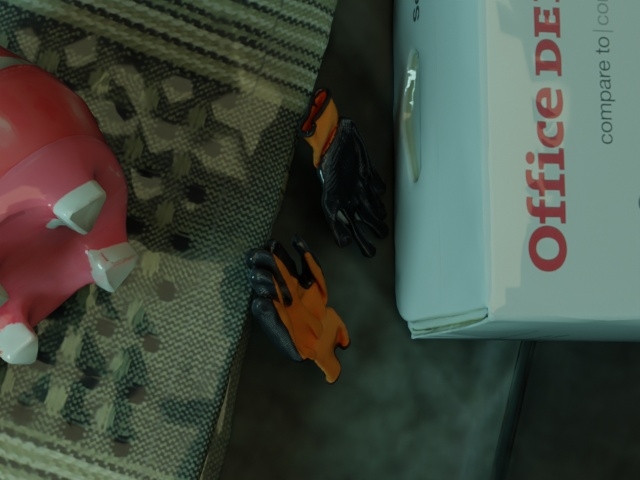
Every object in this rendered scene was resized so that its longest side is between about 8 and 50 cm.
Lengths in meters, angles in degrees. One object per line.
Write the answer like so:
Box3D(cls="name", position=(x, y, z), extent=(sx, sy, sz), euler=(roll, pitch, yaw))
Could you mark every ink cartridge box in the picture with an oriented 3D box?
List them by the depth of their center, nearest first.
Box3D(cls="ink cartridge box", position=(0.138, -0.043, 0.573), extent=(0.212, 0.093, 0.154), euler=(1, 82, -13))

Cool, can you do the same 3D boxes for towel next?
Box3D(cls="towel", position=(-0.168, -0.020, 0.516), extent=(0.324, 0.056, 0.312), euler=(19, 75, -10))

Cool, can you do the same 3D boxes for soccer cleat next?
Box3D(cls="soccer cleat", position=(-0.163, 0.036, 0.446), extent=(0.248, 0.083, 0.095), euler=(-39, 61, -13))

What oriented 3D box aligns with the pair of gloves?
Box3D(cls="pair of gloves", position=(0.000, 0.000, 0.544), extent=(0.010, 0.074, 0.083), euler=(6, 62, 27))
